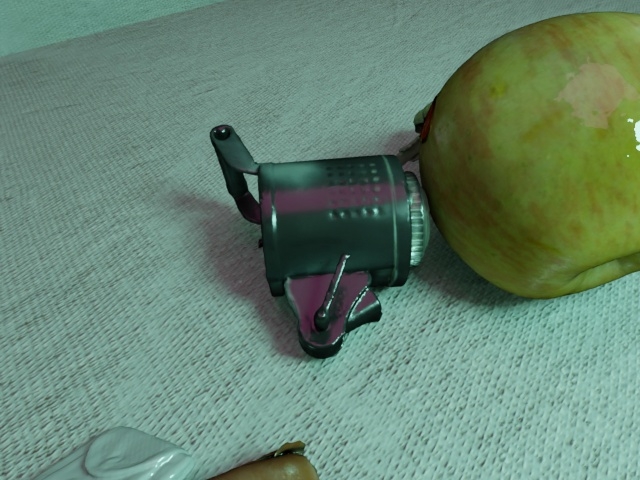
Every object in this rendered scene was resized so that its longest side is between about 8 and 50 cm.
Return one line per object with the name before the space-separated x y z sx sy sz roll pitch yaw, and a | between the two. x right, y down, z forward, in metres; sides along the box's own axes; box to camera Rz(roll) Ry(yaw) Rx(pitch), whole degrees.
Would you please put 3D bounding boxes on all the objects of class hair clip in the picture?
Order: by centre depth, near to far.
hair clip | 0.174 -0.172 0.879 0.034 0.226 0.072 42 34 -17

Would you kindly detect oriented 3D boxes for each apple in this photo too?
apple | 0.339 -0.104 0.642 0.391 0.391 0.347 -5 65 -2

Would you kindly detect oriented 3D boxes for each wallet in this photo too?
wallet | -0.227 0.247 0.482 0.182 0.032 0.124 -5 16 39

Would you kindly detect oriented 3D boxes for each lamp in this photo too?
lamp | 0.024 -0.033 0.706 0.272 0.205 0.374 -21 63 -12

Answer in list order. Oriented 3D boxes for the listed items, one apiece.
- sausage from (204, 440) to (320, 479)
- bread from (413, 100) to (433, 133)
sausage | -0.195 0.311 0.436 0.418 0.094 0.094 -17 26 -13
bread | 0.295 -0.253 0.941 0.207 0.056 0.286 2 3 17
